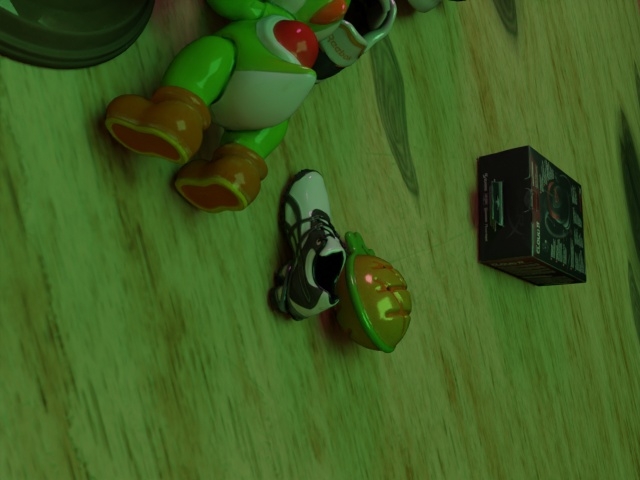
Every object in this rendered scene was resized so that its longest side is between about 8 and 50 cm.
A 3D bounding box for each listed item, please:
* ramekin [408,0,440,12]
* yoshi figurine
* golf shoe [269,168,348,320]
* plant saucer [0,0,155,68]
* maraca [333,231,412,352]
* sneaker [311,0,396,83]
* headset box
[{"bbox_3d":[0.181,-0.525,1.015,0.277,0.135,0.277,35,48,-51],"label":"ramekin"},{"bbox_3d":[-0.089,-0.222,0.704,0.203,0.203,0.362,28,71,-3],"label":"yoshi figurine"},{"bbox_3d":[0.000,0.000,0.782,0.077,0.094,0.198,21,65,-44],"label":"golf shoe"},{"bbox_3d":[-0.262,-0.299,0.583,0.278,0.041,0.277,12,74,-48],"label":"plant saucer"},{"bbox_3d":[0.067,0.066,0.847,0.127,0.099,0.185,53,22,-39],"label":"maraca"},{"bbox_3d":[0.047,-0.355,0.882,0.126,0.128,0.320,37,55,-37],"label":"sneaker"},{"bbox_3d":[0.414,-0.042,1.247,0.293,0.110,0.217,18,69,-46],"label":"headset box"}]
